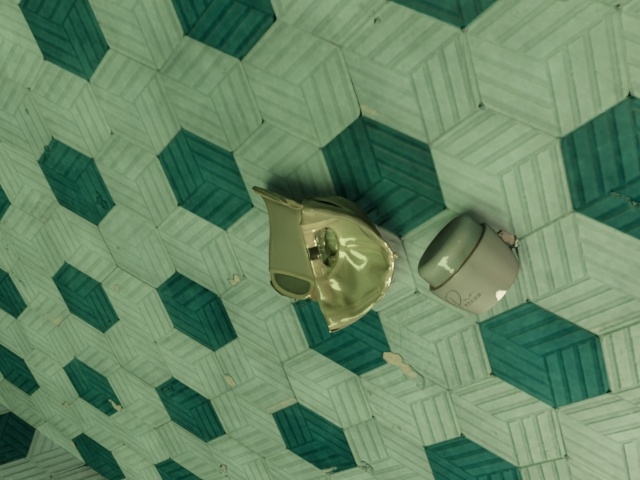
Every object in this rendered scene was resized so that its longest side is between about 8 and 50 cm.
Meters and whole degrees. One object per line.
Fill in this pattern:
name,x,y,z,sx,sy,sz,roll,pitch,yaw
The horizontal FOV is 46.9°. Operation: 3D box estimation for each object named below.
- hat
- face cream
hat,0.000,0.000,1.138,0.226,0.164,0.219,-126,23,-55
face cream,0.196,0.033,0.984,0.104,0.117,0.117,38,136,-3
